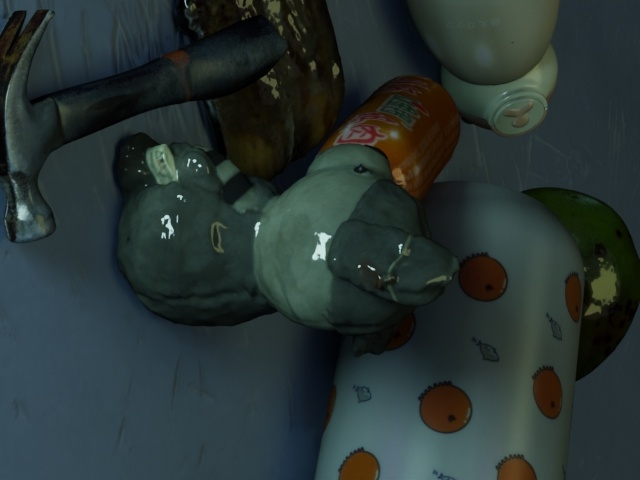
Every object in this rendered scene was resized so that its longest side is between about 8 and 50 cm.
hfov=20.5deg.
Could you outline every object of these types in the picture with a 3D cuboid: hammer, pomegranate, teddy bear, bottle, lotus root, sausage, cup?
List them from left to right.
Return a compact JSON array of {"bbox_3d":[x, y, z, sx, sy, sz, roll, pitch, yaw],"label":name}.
[{"bbox_3d":[-0.120,-0.108,1.198,0.290,0.037,0.137,-30,116,-49],"label":"hammer"},{"bbox_3d":[-0.045,-0.202,1.355,0.167,0.078,0.329,-58,139,-50],"label":"lotus root"},{"bbox_3d":[-0.011,0.005,1.269,0.171,0.251,0.144,74,28,-58],"label":"teddy bear"},{"bbox_3d":[0.053,-0.070,1.453,0.312,0.093,0.093,-49,134,-73],"label":"sausage"},{"bbox_3d":[0.114,0.120,1.527,0.212,0.212,0.317,46,49,-55],"label":"cup"},{"bbox_3d":[0.165,-0.203,1.719,0.236,0.147,0.147,72,30,-47],"label":"bottle"},{"bbox_3d":[0.225,0.041,1.805,0.248,0.202,0.202,-105,-168,-84],"label":"pomegranate"}]
